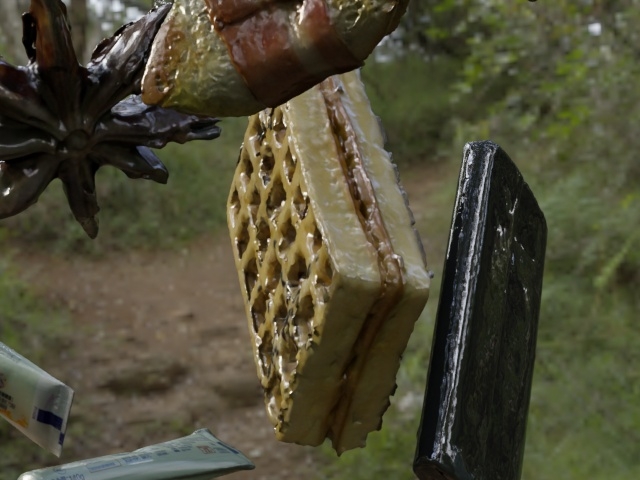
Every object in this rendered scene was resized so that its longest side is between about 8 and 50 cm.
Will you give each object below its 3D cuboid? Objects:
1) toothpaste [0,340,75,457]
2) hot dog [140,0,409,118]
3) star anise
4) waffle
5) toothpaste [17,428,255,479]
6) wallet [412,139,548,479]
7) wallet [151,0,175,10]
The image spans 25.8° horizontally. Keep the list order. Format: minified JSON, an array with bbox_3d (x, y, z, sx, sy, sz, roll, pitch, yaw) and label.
[{"bbox_3d":[-0.339,0.077,1.213,0.314,0.056,0.058,31,-10,18],"label":"toothpaste"},{"bbox_3d":[-0.023,-0.172,1.083,0.261,0.123,0.093,-20,-5,18],"label":"hot dog"},{"bbox_3d":[-0.217,-0.100,1.202,0.288,0.288,0.088,-6,43,-14],"label":"star anise"},{"bbox_3d":[0.001,0.000,1.459,0.114,0.261,0.376,5,41,-19],"label":"waffle"},{"bbox_3d":[-0.171,0.204,1.220,0.069,0.047,0.268,-12,-3,41],"label":"toothpaste"},{"bbox_3d":[0.189,0.110,1.574,0.062,0.406,0.228,-5,-33,26],"label":"wallet"},{"bbox_3d":[-0.115,-0.282,1.232,0.031,0.232,0.122,4,41,-19],"label":"wallet"}]
